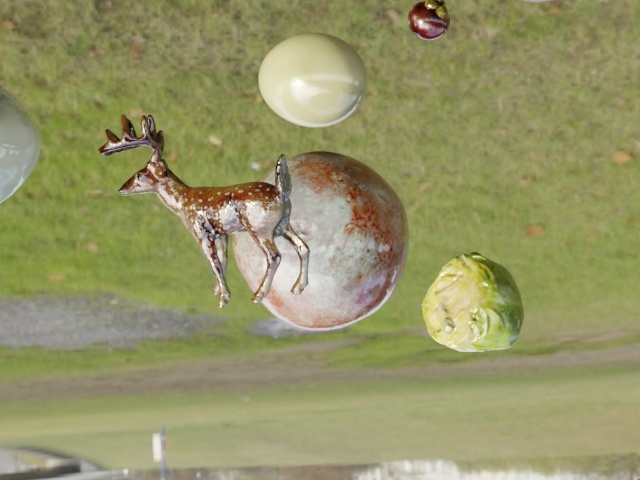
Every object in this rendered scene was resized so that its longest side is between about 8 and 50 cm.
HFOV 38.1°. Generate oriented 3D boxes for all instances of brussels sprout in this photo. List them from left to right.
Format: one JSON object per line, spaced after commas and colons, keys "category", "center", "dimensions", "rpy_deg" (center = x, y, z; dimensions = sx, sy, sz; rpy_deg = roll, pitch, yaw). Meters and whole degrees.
{"category": "brussels sprout", "center": [0.239, 0.103, 1.398], "dimensions": [0.122, 0.151, 0.149], "rpy_deg": [26, 164, -26]}

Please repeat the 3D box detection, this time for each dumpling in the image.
{"category": "dumpling", "center": [-0.409, -0.130, 1.101], "dimensions": [0.124, 0.229, 0.151], "rpy_deg": [-19, 127, 7]}

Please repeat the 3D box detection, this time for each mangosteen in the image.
{"category": "mangosteen", "center": [0.201, -0.413, 1.720], "dimensions": [0.081, 0.081, 0.081], "rpy_deg": [-4, 169, -1]}

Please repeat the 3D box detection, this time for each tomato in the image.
{"category": "tomato", "center": [0.000, 0.000, 1.634], "dimensions": [0.317, 0.316, 0.282], "rpy_deg": [-7, 171, 14]}

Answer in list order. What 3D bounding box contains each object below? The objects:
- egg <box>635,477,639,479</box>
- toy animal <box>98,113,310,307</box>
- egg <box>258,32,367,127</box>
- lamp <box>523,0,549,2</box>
{"category": "egg", "center": [0.630, 0.516, 1.709], "dimensions": [0.141, 0.141, 0.181], "rpy_deg": [-4, -158, -3]}
{"category": "toy animal", "center": [-0.134, -0.047, 1.147], "dimensions": [0.243, 0.260, 0.087], "rpy_deg": [-8, -165, 21]}
{"category": "egg", "center": [-0.017, -0.318, 1.841], "dimensions": [0.242, 0.186, 0.186], "rpy_deg": [8, 179, 42]}
{"category": "lamp", "center": [0.372, -0.565, 1.596], "dimensions": [0.257, 0.303, 0.303], "rpy_deg": [-4, 171, 39]}
